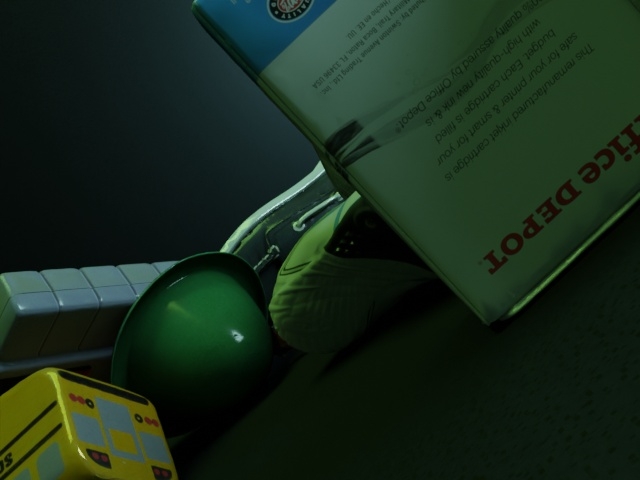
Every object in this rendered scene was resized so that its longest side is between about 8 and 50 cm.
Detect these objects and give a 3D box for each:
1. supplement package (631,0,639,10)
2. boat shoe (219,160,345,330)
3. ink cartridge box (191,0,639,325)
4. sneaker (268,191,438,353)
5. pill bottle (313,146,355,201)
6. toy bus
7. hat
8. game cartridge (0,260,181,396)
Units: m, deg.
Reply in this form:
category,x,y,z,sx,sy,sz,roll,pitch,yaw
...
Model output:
category,x,y,z,sx,sy,sz,roll,pitch,yaw
supplement package,0.198,-0.217,0.468,0.199,0.198,0.262,-44,3,3
boat shoe,0.000,0.000,0.966,0.302,0.091,0.114,-50,-40,-14
ink cartridge box,0.059,-0.078,0.444,0.139,0.190,0.082,-43,2,2
sneaker,0.041,-0.005,0.606,0.237,0.085,0.086,-41,21,50
pill bottle,0.059,-0.082,0.692,0.131,0.131,0.229,-44,-16,-3
toy bus,-0.270,0.238,0.775,0.333,0.130,0.108,-42,-40,16
hat,-0.052,0.114,0.798,0.173,0.183,0.208,-33,-47,-34
game cartridge,-0.247,0.164,0.893,0.230,0.068,0.355,-8,-40,-50
